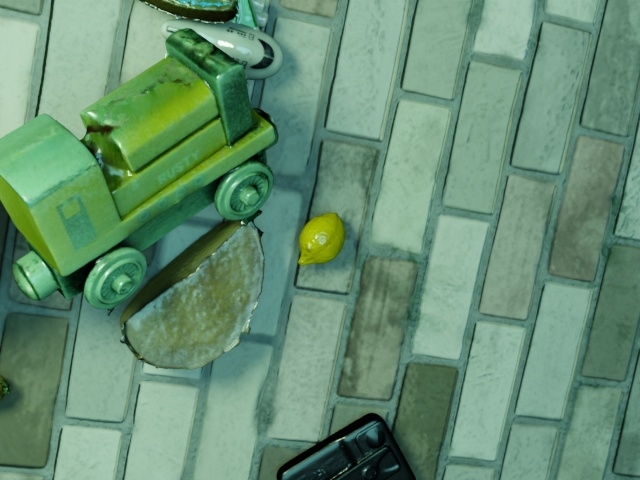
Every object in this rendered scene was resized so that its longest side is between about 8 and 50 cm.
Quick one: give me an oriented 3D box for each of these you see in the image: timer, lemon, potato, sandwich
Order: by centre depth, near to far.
[{"bbox_3d":[-0.195,-0.373,1.288,0.159,0.079,0.235,-41,80,-16],"label":"sandwich"},{"bbox_3d":[-0.165,0.085,1.405,0.243,0.098,0.138,-40,110,-11],"label":"potato"},{"bbox_3d":[0.000,0.000,1.448,0.065,0.065,0.092,38,84,-17],"label":"lemon"},{"bbox_3d":[0.042,0.367,1.530,0.187,0.055,0.144,-30,106,-7],"label":"timer"}]

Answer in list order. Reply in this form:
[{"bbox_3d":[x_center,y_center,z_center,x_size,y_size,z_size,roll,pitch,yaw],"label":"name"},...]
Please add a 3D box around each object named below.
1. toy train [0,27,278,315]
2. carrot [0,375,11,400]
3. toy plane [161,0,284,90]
[{"bbox_3d":[-0.221,-0.087,1.247,0.397,0.160,0.253,-36,145,-21],"label":"toy train"},{"bbox_3d":[-0.551,0.213,1.359,0.254,0.049,0.049,-7,102,-9],"label":"carrot"},{"bbox_3d":[-0.131,-0.264,1.360,0.174,0.080,0.174,-3,101,-16],"label":"toy plane"}]
